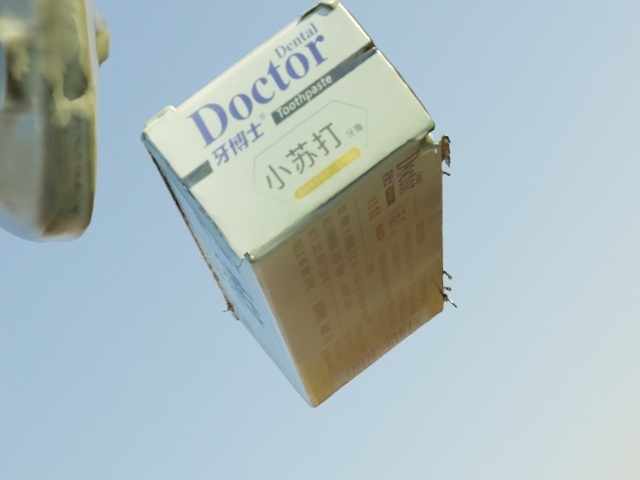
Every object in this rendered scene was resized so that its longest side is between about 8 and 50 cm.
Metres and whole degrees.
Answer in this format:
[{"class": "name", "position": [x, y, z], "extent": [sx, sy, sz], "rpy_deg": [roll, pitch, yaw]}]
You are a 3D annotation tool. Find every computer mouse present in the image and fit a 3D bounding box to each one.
[{"class": "computer mouse", "position": [-0.154, -0.114, 0.955], "extent": [0.095, 0.331, 0.197], "rpy_deg": [-10, -67, -20]}]

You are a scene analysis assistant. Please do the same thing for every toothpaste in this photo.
[{"class": "toothpaste", "position": [0.000, 0.000, 0.797], "extent": [0.089, 0.071, 0.313], "rpy_deg": [-36, -12, -5]}]
